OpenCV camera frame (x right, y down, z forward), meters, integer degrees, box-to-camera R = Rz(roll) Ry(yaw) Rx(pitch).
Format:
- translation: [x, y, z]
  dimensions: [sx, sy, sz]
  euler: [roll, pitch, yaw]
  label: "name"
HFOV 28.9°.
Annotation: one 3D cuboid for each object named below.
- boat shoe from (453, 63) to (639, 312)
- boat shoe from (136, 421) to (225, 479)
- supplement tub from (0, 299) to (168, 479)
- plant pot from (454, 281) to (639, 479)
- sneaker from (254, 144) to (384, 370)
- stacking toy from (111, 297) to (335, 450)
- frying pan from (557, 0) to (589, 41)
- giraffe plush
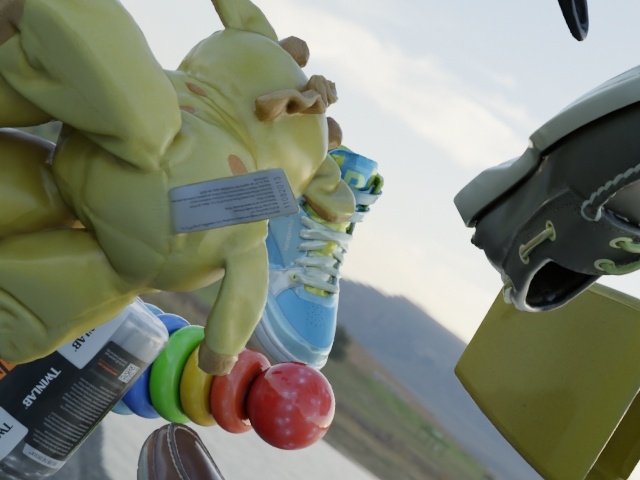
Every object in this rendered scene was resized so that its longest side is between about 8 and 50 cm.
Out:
- translation: [0.158, -0.027, 0.666]
  dimensions: [0.305, 0.109, 0.091]
  euler: [130, -62, -74]
  label: "boat shoe"
- translation: [-0.068, 0.298, 1.164]
  dimensions: [0.123, 0.116, 0.324]
  euler: [28, 26, -55]
  label: "boat shoe"
- translation: [-0.225, 0.113, 1.020]
  dimensions: [0.117, 0.190, 0.117]
  euler: [40, -3, 3]
  label: "supplement tub"
- translation: [0.272, 0.132, 1.328]
  dimensions: [0.187, 0.212, 0.212]
  euler: [34, 9, 27]
  label: "plant pot"
- translation: [0.000, 0.000, 1.599]
  dimensions: [0.127, 0.208, 0.319]
  euler: [20, 43, -31]
  label: "sneaker"
- translation: [-0.135, 0.140, 1.307]
  dimensions: [0.330, 0.141, 0.141]
  euler: [11, -17, 29]
  label: "stacking toy"
- translation: [0.147, -0.323, 0.925]
  dimensions: [0.197, 0.326, 0.053]
  euler: [1, -7, -44]
  label: "frying pan"
- translation: [-0.068, -0.049, 0.586]
  dimensions: [0.210, 0.181, 0.170]
  euler: [8, 25, 24]
  label: "giraffe plush"
